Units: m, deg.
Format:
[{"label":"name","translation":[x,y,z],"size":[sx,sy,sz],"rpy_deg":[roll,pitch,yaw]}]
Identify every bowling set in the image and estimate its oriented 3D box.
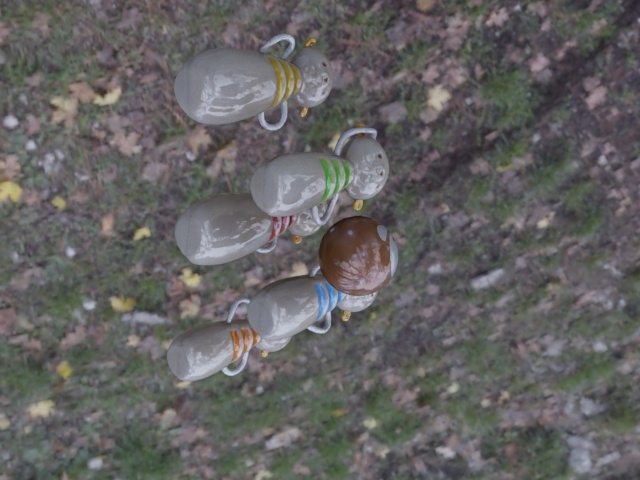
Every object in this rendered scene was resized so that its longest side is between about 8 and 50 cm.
[{"label":"bowling set","translation":[0.000,0.000,0.679],"size":[0.154,0.200,0.287],"rpy_deg":[-17,121,-47]}]
